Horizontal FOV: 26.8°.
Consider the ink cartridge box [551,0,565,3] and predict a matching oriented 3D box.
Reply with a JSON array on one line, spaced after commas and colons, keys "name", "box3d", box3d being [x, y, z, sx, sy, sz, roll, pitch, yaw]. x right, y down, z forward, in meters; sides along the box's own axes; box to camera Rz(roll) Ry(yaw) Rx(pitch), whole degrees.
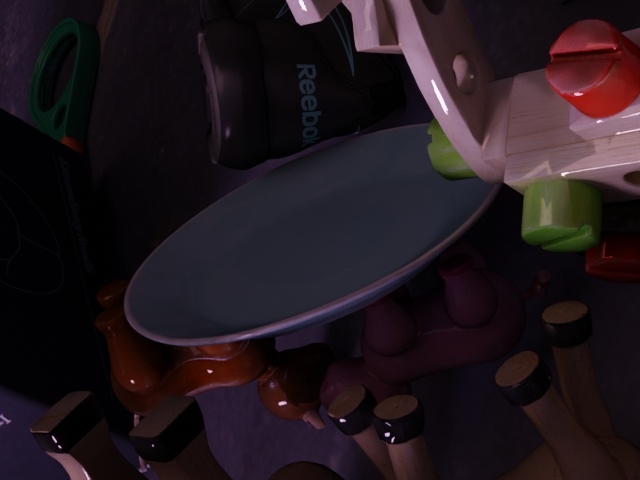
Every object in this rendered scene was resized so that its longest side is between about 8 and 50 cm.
[{"name": "ink cartridge box", "box3d": [0.126, -0.237, 0.563, 0.233, 0.168, 0.171, -21, 59, 50]}]

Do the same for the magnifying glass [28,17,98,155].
[{"name": "magnifying glass", "box3d": [-0.209, -0.093, 1.109, 0.092, 0.026, 0.231, -45, 40, 33]}]

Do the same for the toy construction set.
[{"name": "toy construction set", "box3d": [0.115, -0.074, 0.443, 0.328, 0.215, 0.151, 11, 79, 45]}]

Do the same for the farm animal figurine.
[{"name": "farm animal figurine", "box3d": [-0.034, 0.141, 0.592, 0.327, 0.172, 0.330, -35, 24, -24]}]

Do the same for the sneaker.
[{"name": "sneaker", "box3d": [-0.019, -0.106, 0.788, 0.267, 0.106, 0.101, -105, 9, -65]}]

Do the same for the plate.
[{"name": "plate", "box3d": [0.000, 0.000, 0.611, 0.188, 0.024, 0.188, -21, 23, 9]}]

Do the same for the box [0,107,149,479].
[{"name": "box", "box3d": [-0.332, 0.021, 0.845, 0.212, 0.395, 0.293, -40, 46, 19]}]
